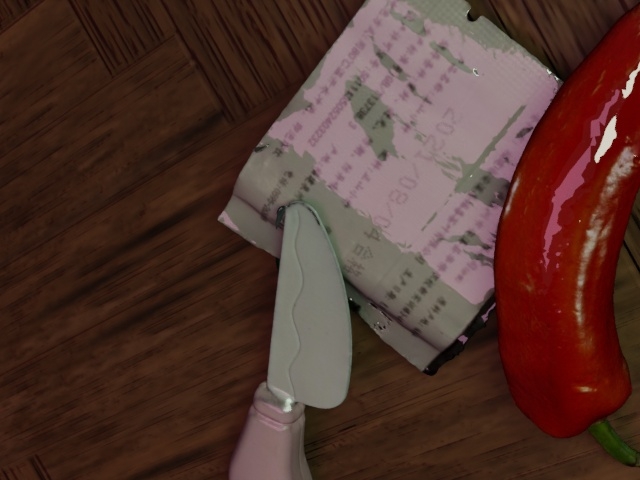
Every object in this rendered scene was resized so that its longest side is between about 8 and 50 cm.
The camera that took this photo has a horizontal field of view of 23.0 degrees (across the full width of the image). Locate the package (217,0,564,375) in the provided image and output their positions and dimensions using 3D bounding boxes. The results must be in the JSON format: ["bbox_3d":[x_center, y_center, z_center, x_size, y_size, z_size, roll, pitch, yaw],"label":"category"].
[{"bbox_3d":[0.062,-0.038,1.080,0.204,0.062,0.251,38,122,3],"label":"package"}]

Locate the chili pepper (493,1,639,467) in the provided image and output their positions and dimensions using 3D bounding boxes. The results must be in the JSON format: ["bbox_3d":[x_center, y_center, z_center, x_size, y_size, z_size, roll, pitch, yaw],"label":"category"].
[{"bbox_3d":[0.178,0.004,0.994,0.137,0.092,0.368,1,121,-9],"label":"chili pepper"}]

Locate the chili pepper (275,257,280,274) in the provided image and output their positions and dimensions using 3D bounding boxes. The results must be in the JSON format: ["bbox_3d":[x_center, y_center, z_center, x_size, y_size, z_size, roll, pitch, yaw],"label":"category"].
[{"bbox_3d":[-0.005,-0.006,1.176,0.055,0.035,0.118,33,117,5],"label":"chili pepper"}]

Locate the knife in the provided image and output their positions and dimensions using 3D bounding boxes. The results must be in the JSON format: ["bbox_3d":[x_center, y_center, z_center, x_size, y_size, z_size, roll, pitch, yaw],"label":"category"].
[{"bbox_3d":[-0.019,0.106,1.184,0.081,0.043,0.336,27,137,15],"label":"knife"}]
